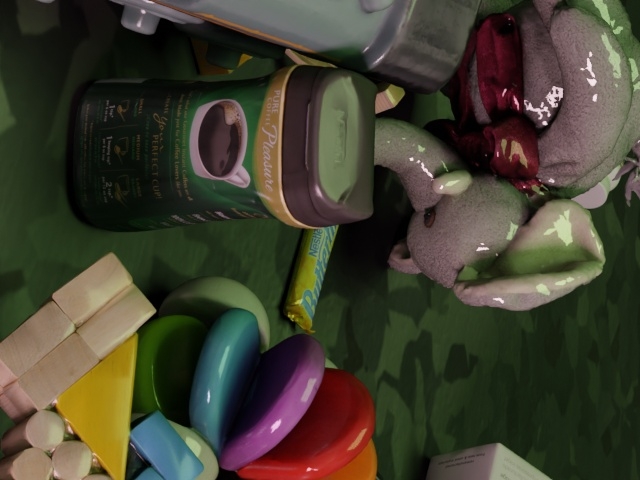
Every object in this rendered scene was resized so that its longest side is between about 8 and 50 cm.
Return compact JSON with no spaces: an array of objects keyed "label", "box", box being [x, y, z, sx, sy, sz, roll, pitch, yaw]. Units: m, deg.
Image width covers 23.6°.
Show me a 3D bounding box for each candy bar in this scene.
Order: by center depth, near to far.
[{"label":"candy bar","box":[0.000,0.000,1.201,0.040,0.018,0.161,55,42,-47]}]

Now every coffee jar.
[{"label":"coffee jar","box":[-0.054,-0.054,0.918,0.079,0.184,0.096,12,79,-62]}]

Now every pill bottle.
[{"label":"pill bottle","box":[0.315,-0.095,1.752,0.067,0.067,0.120,64,36,-39]}]

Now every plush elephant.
[{"label":"plush elephant","box":[0.138,-0.075,1.244,0.255,0.272,0.330,-45,106,-15]}]

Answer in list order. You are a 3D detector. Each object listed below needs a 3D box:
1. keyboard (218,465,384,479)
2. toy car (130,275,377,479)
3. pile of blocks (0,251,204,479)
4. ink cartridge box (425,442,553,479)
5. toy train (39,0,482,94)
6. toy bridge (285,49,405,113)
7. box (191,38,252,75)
[{"label":"keyboard","box":[-0.008,0.200,1.162,0.317,0.033,0.201,66,35,-37]},{"label":"toy car","box":[-0.038,0.110,0.967,0.182,0.136,0.159,43,49,-24]},{"label":"pile of blocks","box":[-0.137,0.194,0.811,0.149,0.112,0.362,15,74,-18]},{"label":"ink cartridge box","box":[0.155,0.316,1.349,0.160,0.092,0.219,36,53,-28]},{"label":"toy train","box":[-0.046,-0.174,0.894,0.334,0.190,0.142,12,97,-56]},{"label":"toy bridge","box":[-0.012,-0.171,1.133,0.188,0.063,0.026,55,39,-21]},{"label":"box","box":[-0.072,-0.192,1.064,0.081,0.028,0.136,-46,126,-54]}]
